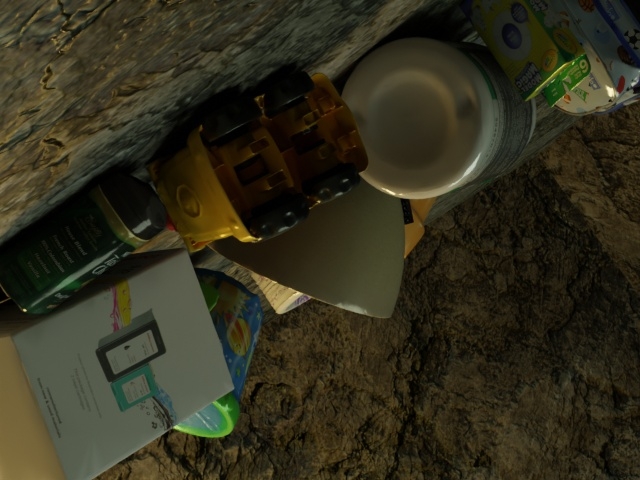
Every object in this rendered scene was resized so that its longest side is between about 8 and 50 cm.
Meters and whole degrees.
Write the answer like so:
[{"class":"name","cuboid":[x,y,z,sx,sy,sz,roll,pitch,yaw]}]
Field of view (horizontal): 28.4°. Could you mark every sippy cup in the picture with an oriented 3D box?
[{"class":"sippy cup","cuboid":[-0.208,0.175,2.111,0.305,0.240,0.224,-16,-138,50]}]

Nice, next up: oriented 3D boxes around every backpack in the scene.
[{"class":"backpack","cuboid":[0.380,-0.288,1.719,0.213,0.276,0.263,-28,179,-10]}]

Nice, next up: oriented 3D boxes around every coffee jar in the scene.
[{"class":"coffee jar","cuboid":[-0.256,0.001,1.368,0.184,0.079,0.096,-36,174,5]}]

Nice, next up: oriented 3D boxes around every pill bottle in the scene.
[{"class":"pill bottle","cuboid":[0.175,-0.169,1.721,0.204,0.204,0.361,-37,172,22]}]

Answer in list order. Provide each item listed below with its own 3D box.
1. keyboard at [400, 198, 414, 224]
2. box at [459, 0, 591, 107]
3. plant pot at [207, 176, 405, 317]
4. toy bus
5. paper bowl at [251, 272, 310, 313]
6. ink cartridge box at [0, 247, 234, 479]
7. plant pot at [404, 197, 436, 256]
[{"class":"keyboard","cuboid":[0.116,-0.119,1.858,0.038,0.192,0.100,-10,-177,26]},{"class":"box","cuboid":[0.262,-0.259,1.612,0.043,0.179,0.105,-31,172,-33]},{"class":"plant pot","cuboid":[0.004,-0.035,1.755,0.191,0.284,0.284,-67,168,6]},{"class":"toy bus","cuboid":[-0.086,-0.077,1.442,0.220,0.149,0.211,-32,-173,-41]},{"class":"paper bowl","cuboid":[0.000,0.000,2.314,0.284,0.148,0.284,-35,173,-5]},{"class":"ink cartridge box","cuboid":[-0.285,0.150,1.536,0.198,0.197,0.270,-7,-164,45]},{"class":"plant pot","cuboid":[0.112,-0.106,2.002,0.188,0.205,0.205,-50,175,-7]}]
